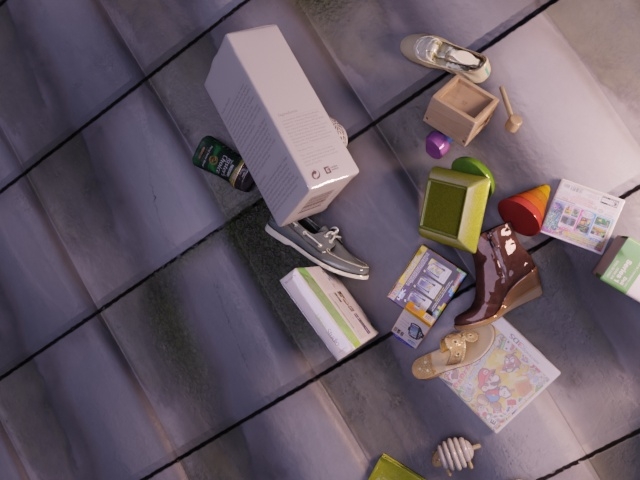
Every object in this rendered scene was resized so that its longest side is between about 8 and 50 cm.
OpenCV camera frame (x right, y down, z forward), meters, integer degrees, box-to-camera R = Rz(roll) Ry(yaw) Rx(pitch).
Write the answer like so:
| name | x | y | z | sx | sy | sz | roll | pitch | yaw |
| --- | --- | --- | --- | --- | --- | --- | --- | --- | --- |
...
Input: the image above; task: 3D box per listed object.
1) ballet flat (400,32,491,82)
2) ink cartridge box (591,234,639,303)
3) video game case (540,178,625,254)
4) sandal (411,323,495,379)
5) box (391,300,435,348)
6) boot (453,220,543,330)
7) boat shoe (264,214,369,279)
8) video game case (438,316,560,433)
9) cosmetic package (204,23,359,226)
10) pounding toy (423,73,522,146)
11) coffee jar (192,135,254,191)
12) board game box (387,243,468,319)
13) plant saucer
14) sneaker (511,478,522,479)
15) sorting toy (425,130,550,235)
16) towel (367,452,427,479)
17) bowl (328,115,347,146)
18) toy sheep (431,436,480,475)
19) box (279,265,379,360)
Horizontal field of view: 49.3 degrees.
| name | x | y | z | sx | sy | sz | roll | pitch | yaw |
| --- | --- | --- | --- | --- | --- | --- | --- | --- | --- |
| ballet flat | 0.314 | -0.473 | 1.767 | 0.248 | 0.086 | 0.086 | 23 | 97 | 15 |
| ink cartridge box | 0.776 | 0.107 | 1.573 | 0.278 | 0.201 | 0.117 | 33 | 100 | 13 |
| video game case | 0.639 | -0.059 | 1.708 | 0.157 | 0.019 | 0.143 | 22 | 97 | 14 |
| sandal | 0.325 | 0.279 | 1.753 | 0.240 | 0.079 | 0.088 | -34 | 58 | 20 |
| box | 0.235 | 0.222 | 1.794 | 0.081 | 0.028 | 0.136 | 36 | 143 | 13 |
| boot | 0.407 | 0.090 | 1.732 | 0.248 | 0.090 | 0.207 | -28 | 91 | 3 |
| boat shoe | 0.000 | 0.000 | 1.848 | 0.319 | 0.116 | 0.099 | 29 | 102 | 20 |
| video game case | 0.449 | 0.337 | 1.763 | 0.206 | 0.026 | 0.227 | 45 | 102 | 12 |
| cosmetic package | -0.110 | -0.293 | 1.789 | 0.453 | 0.161 | 0.230 | 62 | 149 | 10 |
| pounding toy | 0.393 | -0.313 | 1.733 | 0.206 | 0.181 | 0.094 | 36 | 144 | 14 |
| coffee jar | -0.258 | -0.211 | 1.939 | 0.184 | 0.079 | 0.096 | 29 | 98 | 14 |
| board game box | 0.276 | 0.116 | 1.801 | 0.141 | 0.048 | 0.170 | 35 | 100 | 15 |
| plant saucer | 0.317 | -0.080 | 1.730 | 0.188 | 0.045 | 0.188 | 21 | 106 | 49 |
| sneaker | 0.417 | 0.695 | 1.726 | 0.275 | 0.110 | 0.107 | -44 | 89 | 14 |
| sorting toy | 0.432 | -0.173 | 1.743 | 0.365 | 0.127 | 0.126 | 42 | 72 | 15 |
| towel | 0.242 | 0.665 | 1.830 | 0.237 | 0.021 | 0.102 | 30 | 98 | 14 |
| bowl | 0.018 | -0.265 | 1.843 | 0.170 | 0.080 | 0.170 | 34 | 134 | 43 |
| toy sheep | 0.343 | 0.542 | 1.768 | 0.132 | 0.091 | 0.091 | -22 | 84 | 2 |
| box | 0.031 | 0.169 | 1.731 | 0.058 | 0.322 | 0.232 | -39 | 80 | 10 |
